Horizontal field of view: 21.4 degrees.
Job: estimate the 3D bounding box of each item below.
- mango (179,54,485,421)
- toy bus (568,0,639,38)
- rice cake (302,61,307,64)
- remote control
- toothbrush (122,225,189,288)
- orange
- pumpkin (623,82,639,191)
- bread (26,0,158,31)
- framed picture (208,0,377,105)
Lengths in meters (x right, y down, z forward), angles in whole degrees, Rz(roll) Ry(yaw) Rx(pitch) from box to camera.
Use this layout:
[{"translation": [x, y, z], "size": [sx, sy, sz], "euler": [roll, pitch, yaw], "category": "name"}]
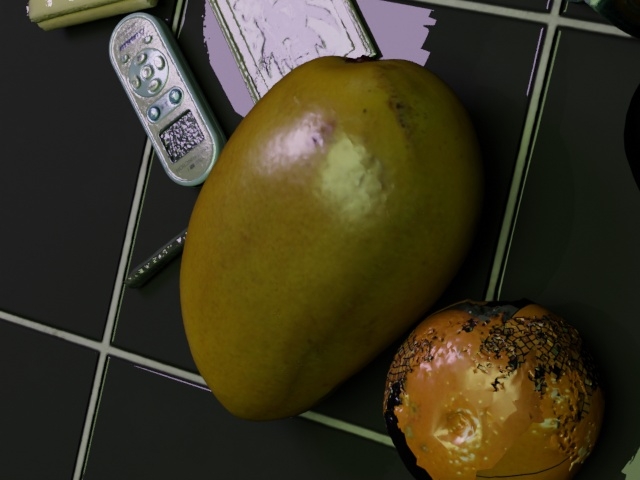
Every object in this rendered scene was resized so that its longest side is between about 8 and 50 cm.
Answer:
[{"translation": [0.000, 0.000, 1.861], "size": [0.300, 0.232, 0.445], "euler": [39, 114, 22], "category": "mango"}, {"translation": [0.253, -0.376, 1.775], "size": [0.323, 0.162, 0.194], "euler": [46, 106, 26], "category": "toy bus"}, {"translation": [0.023, -0.165, 1.963], "size": [0.121, 0.022, 0.021], "euler": [42, 118, 17], "category": "rice cake"}, {"translation": [-0.185, -0.173, 2.081], "size": [0.087, 0.047, 0.244], "euler": [-35, 70, 20], "category": "remote control"}, {"translation": [-0.131, -0.026, 2.049], "size": [0.297, 0.030, 0.030], "euler": [-37, 80, 23], "category": "toothbrush"}, {"translation": [0.179, 0.173, 1.775], "size": [0.234, 0.182, 0.234], "euler": [3, 97, 21], "category": "orange"}, {"translation": [0.409, -0.109, 1.646], "size": [0.233, 0.163, 0.233], "euler": [-20, 60, 39], "category": "pumpkin"}, {"translation": [-0.286, -0.343, 2.137], "size": [0.178, 0.060, 0.139], "euler": [-10, 72, 30], "category": "bread"}, {"translation": [-0.045, -0.272, 2.025], "size": [0.173, 0.010, 0.231], "euler": [-33, 71, 24], "category": "framed picture"}]
